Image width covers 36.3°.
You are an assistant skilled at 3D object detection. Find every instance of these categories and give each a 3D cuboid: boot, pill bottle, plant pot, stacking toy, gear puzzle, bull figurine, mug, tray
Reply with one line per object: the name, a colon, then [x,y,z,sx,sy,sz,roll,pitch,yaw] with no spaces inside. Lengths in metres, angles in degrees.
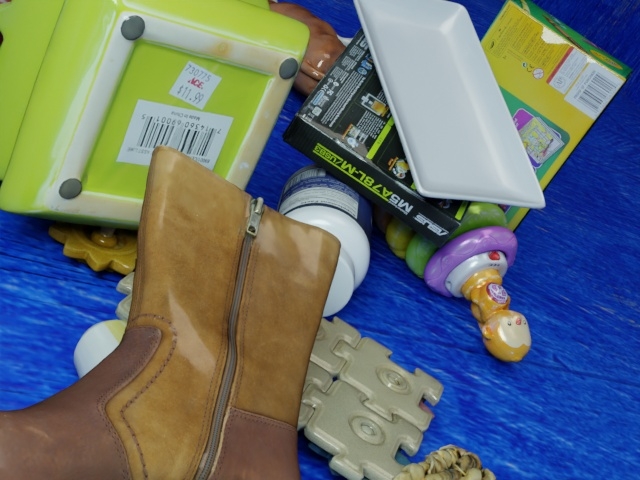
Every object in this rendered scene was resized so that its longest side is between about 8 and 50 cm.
boot: [-0.106,0.048,0.551,0.264,0.096,0.280,24,51,-20]
pill bottle: [0.000,0.000,0.898,0.094,0.094,0.169,28,25,-9]
plant pot: [-0.156,-0.129,0.764,0.228,0.227,0.207,7,27,-43]
stacking toy: [0.142,-0.001,1.038,0.175,0.165,0.301,5,48,-39]
gear puzzle: [-0.071,0.074,0.750,0.339,0.044,0.175,32,26,5]
bull figurine: [-0.019,-0.275,1.377,0.188,0.101,0.310,17,29,-35]
mug: [-0.124,0.083,0.640,0.078,0.062,0.064,-12,38,-32]
tray: [0.114,-0.139,0.947,0.145,0.030,0.270,5,53,-29]

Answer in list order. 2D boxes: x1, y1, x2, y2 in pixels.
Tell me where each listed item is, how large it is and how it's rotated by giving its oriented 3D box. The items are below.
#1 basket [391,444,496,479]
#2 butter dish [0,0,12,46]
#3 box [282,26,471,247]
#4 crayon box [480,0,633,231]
basket: [0.045,0.235,0.372,0.223,0.213,0.299,41,26,20]
butter dish: [-0.270,-0.218,0.912,0.160,0.118,0.160,33,51,-5]
box: [0.080,-0.110,0.957,0.184,0.045,0.190,35,46,-4]
crayon box: [0.227,-0.135,1.194,0.165,0.278,0.081,37,26,9]
